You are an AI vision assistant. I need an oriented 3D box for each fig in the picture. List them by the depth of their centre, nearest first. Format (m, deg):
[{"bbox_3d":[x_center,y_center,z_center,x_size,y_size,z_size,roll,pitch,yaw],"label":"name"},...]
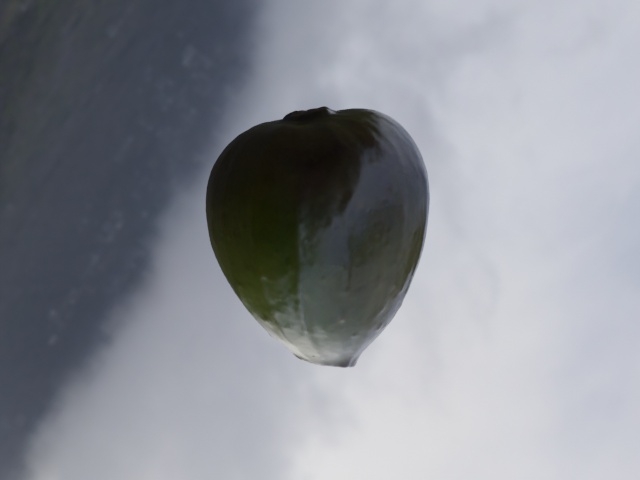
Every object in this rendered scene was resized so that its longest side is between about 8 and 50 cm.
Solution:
[{"bbox_3d":[0.000,0.000,0.527,0.074,0.074,0.088,-165,-110,-73],"label":"fig"}]
